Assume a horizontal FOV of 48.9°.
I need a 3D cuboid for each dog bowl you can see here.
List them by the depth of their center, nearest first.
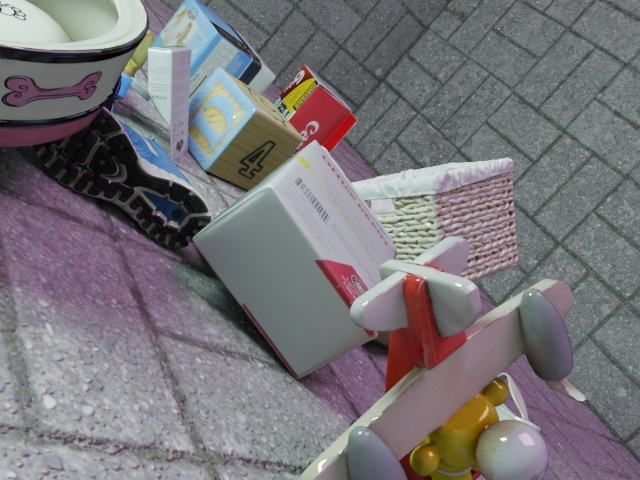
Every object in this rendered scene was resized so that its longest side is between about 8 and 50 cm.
[{"bbox_3d":[-0.434,-0.269,0.881,0.408,0.150,0.408,18,32,-12],"label":"dog bowl"}]

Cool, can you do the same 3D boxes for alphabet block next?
[{"bbox_3d":[-0.200,-0.260,1.704,0.192,0.193,0.197,52,16,31],"label":"alphabet block"}]

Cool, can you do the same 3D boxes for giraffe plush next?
[{"bbox_3d":[-0.447,-0.401,1.485,0.170,0.181,0.210,45,-13,49],"label":"giraffe plush"}]

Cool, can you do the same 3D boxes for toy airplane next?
[{"bbox_3d":[0.174,0.195,0.894,0.272,0.386,0.384,36,8,37],"label":"toy airplane"}]

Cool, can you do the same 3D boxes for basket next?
[{"bbox_3d":[0.246,-0.035,1.654,0.331,0.266,0.328,-14,8,-42],"label":"basket"}]

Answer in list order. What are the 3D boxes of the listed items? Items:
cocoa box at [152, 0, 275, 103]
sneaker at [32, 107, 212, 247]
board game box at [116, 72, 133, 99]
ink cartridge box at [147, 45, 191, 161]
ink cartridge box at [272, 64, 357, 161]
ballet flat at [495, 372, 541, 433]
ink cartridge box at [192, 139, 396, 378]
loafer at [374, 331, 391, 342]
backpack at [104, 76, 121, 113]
[{"bbox_3d":[-0.330,-0.520,2.070,0.228,0.231,0.347,31,17,-39],"label":"cocoa box"},{"bbox_3d":[-0.320,-0.121,1.107,0.330,0.130,0.147,44,2,-28],"label":"sneaker"},{"bbox_3d":[-0.472,-0.328,1.288,0.210,0.047,0.160,32,-15,-38],"label":"board game box"},{"bbox_3d":[-0.325,-0.298,1.519,0.066,0.232,0.189,9,17,-1],"label":"ink cartridge box"},{"bbox_3d":[-0.071,-0.285,1.892,0.130,0.309,0.272,35,14,-27],"label":"ink cartridge box"},{"bbox_3d":[0.365,0.328,1.592,0.139,0.139,0.400,33,16,-35],"label":"ballet flat"},{"bbox_3d":[-0.019,0.012,1.210,0.279,0.160,0.385,54,19,-8],"label":"ink cartridge box"},{"bbox_3d":[0.192,0.180,1.510,0.268,0.102,0.092,-5,25,-42],"label":"loafer"},{"bbox_3d":[-0.420,-0.238,1.159,0.158,0.117,0.173,30,50,-38],"label":"backpack"}]
